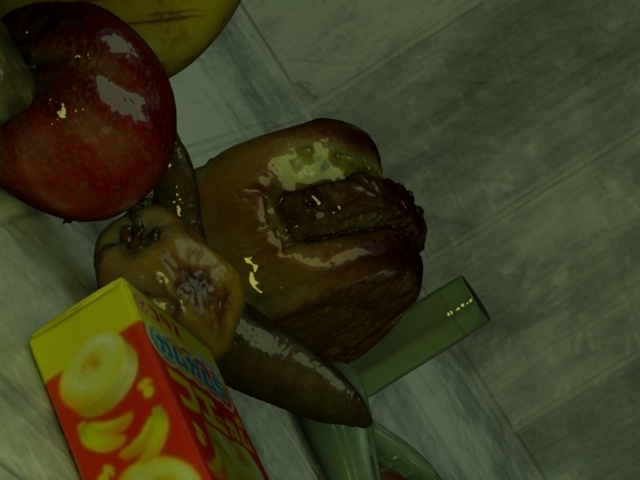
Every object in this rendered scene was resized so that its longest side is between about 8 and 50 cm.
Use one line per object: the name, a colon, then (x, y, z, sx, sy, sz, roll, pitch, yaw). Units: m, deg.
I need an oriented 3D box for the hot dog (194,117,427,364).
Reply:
hot dog: (0.000, 0.002, 1.945, 0.185, 0.223, 0.405, 56, 4, 17)

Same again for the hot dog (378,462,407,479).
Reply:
hot dog: (0.110, 0.317, 1.997, 0.236, 0.062, 0.092, 59, 4, 7)

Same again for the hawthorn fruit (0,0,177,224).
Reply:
hawthorn fruit: (-0.186, -0.094, 1.395, 0.188, 0.169, 0.169, 43, 16, -51)

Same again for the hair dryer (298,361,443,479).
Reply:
hair dryer: (0.079, 0.252, 1.902, 0.237, 0.075, 0.206, 32, 29, -43)

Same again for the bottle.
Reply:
bottle: (0.109, 0.124, 2.247, 0.072, 0.201, 0.072, 55, 8, -12)

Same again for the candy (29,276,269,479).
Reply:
candy: (-0.088, 0.172, 1.192, 0.146, 0.088, 0.276, 46, 13, -53)

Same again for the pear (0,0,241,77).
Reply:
pear: (-0.197, -0.267, 1.641, 0.281, 0.280, 0.281, 56, 7, -11)

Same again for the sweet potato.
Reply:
sweet potato: (-0.089, 0.052, 1.603, 0.346, 0.108, 0.079, 56, -5, -14)

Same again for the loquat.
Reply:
loquat: (-0.123, 0.036, 1.429, 0.137, 0.113, 0.137, 60, 12, -22)

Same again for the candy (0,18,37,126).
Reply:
candy: (-0.288, -0.168, 1.218, 0.234, 0.104, 0.102, 59, 8, 12)

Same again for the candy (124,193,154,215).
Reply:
candy: (-0.138, 0.016, 1.702, 0.194, 0.058, 0.062, 62, 8, -63)
